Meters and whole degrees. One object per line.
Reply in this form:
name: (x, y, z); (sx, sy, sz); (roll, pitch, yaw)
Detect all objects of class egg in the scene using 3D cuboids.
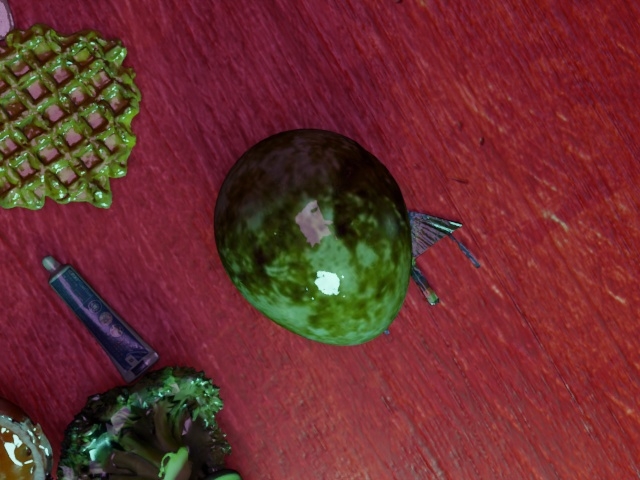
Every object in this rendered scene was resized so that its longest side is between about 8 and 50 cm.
egg: (0.000, 0.000, 1.817); (0.238, 0.238, 0.289); (-38, 107, -5)

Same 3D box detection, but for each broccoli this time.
broccoli: (-0.223, 0.270, 1.820); (0.176, 0.226, 0.198); (-17, 108, 36)

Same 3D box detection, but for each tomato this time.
tomato: (-0.445, 0.247, 1.808); (0.228, 0.112, 0.199); (-2, 126, -9)

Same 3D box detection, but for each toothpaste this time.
toothpaste: (-0.288, 0.095, 1.883); (0.057, 0.035, 0.197); (-40, 98, 4)

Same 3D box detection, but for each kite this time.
kite: (0.108, 0.020, 1.943); (0.183, 0.010, 0.160); (-36, 92, -9)

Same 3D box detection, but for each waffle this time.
waffle: (-0.350, -0.155, 1.858); (0.237, 0.059, 0.243); (11, 91, -7)

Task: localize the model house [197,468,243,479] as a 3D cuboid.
model house: (-0.099, 0.451, 1.763); (0.205, 0.218, 0.279); (-36, 60, -8)

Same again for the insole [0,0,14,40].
insole: (-0.437, -0.346, 1.867); (0.063, 0.010, 0.192); (-18, 93, -7)
